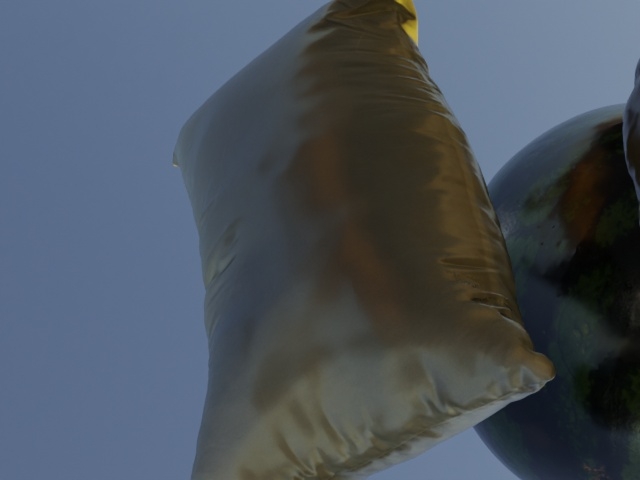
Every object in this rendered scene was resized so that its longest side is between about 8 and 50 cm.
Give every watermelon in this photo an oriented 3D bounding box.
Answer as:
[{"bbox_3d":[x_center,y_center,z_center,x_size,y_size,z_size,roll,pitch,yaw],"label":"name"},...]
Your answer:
[{"bbox_3d":[0.200,0.040,0.773,0.269,0.269,0.269,26,-132,-33],"label":"watermelon"}]

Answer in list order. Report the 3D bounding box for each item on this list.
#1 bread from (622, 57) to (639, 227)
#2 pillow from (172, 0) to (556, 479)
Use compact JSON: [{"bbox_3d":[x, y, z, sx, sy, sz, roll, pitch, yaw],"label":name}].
[{"bbox_3d":[0.193,0.006,0.457,0.230,0.123,0.230,41,-139,-49],"label":"bread"},{"bbox_3d":[-0.001,0.001,0.519,0.078,0.144,0.254,50,-162,-37],"label":"pillow"}]
